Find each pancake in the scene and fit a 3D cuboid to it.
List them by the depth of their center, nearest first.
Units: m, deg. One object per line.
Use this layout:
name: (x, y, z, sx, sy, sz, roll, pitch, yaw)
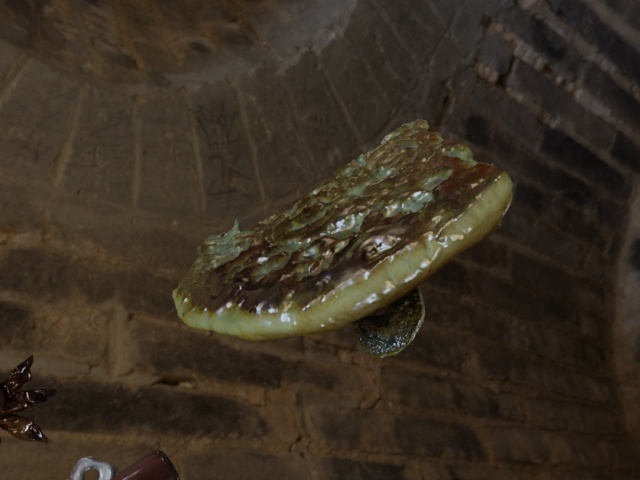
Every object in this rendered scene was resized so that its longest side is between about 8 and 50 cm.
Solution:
pancake: (0.072, 0.076, 0.684, 0.017, 0.108, 0.108, 4, -143, -47)
pancake: (0.000, 0.003, 0.703, 0.067, 0.426, 0.305, 53, -161, -24)

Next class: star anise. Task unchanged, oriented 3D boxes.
star anise: (-0.432, 0.224, 0.819, 0.167, 0.168, 0.057, 22, 167, -29)

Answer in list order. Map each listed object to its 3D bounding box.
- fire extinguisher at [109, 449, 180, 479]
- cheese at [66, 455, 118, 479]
fire extinguisher: (-0.163, 0.176, 0.351, 0.173, 0.035, 0.049, -30, -131, -30)
cheese: (-0.311, 0.384, 0.691, 0.163, 0.082, 0.287, 13, -121, 7)
